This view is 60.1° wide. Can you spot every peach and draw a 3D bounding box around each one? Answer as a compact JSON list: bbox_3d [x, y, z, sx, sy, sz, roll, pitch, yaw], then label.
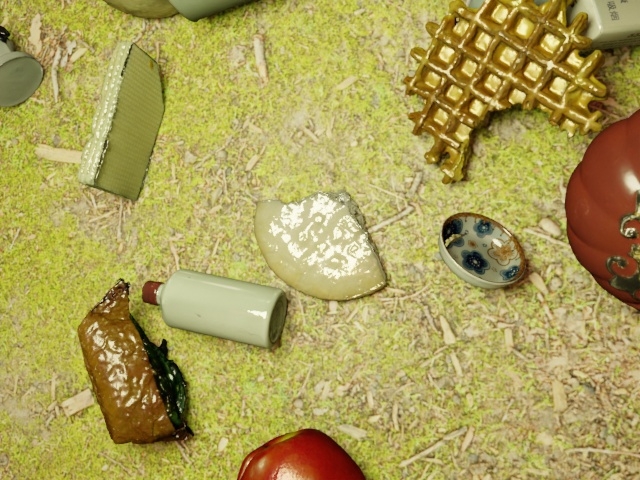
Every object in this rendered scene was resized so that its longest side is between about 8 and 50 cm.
[{"bbox_3d":[-0.024,0.408,0.830,0.189,0.196,0.226,-32,75,41],"label":"peach"}]

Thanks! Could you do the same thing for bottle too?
[{"bbox_3d":[-0.186,0.109,0.933,0.244,0.104,0.104,11,87,12],"label":"bottle"}]

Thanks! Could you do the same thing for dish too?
[{"bbox_3d":[0.238,0.032,0.867,0.141,0.078,0.141,10,49,-12],"label":"dish"}]

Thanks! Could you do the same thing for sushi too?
[{"bbox_3d":[-0.316,0.217,0.935,0.140,0.149,0.288,-19,81,-25],"label":"sushi"}]

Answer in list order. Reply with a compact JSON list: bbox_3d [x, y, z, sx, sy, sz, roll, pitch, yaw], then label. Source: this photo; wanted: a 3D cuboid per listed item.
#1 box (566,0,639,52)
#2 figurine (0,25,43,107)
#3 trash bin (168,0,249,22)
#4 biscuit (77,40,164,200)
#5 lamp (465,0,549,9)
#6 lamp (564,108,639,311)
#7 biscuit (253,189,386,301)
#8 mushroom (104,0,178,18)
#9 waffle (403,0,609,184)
[{"bbox_3d":[0.474,-0.374,0.810,0.259,0.071,0.168,-12,82,-12],"label":"box"},{"bbox_3d":[-0.670,-0.369,1.071,0.236,0.133,0.176,44,113,7],"label":"figurine"},{"bbox_3d":[-0.067,-0.552,0.887,0.431,0.280,0.281,-17,81,13],"label":"trash bin"},{"bbox_3d":[-0.342,-0.204,0.972,0.052,0.150,0.253,15,88,12],"label":"biscuit"},{"bbox_3d":[0.315,-0.373,0.871,0.179,0.108,0.246,-2,84,8],"label":"lamp"},{"bbox_3d":[0.479,-0.038,0.716,0.302,0.303,0.257,18,45,13],"label":"lamp"},{"bbox_3d":[0.000,0.000,0.938,0.265,0.040,0.188,27,93,13],"label":"biscuit"},{"bbox_3d":[-0.384,-0.546,0.963,0.211,0.217,0.292,-8,91,29],"label":"mushroom"},{"bbox_3d":[0.261,-0.240,0.827,0.292,0.069,0.260,-15,95,36],"label":"waffle"}]
